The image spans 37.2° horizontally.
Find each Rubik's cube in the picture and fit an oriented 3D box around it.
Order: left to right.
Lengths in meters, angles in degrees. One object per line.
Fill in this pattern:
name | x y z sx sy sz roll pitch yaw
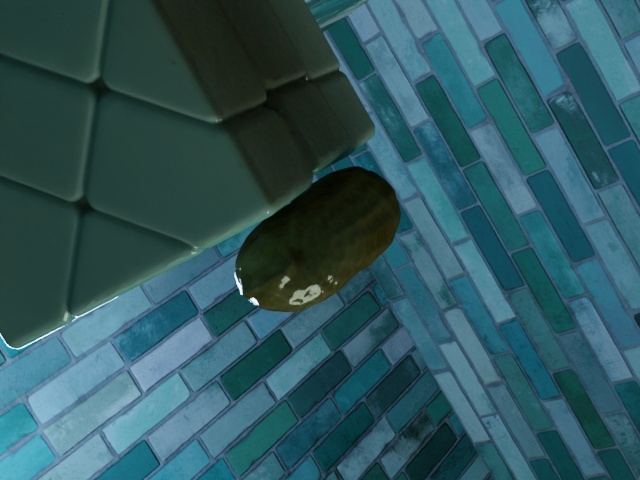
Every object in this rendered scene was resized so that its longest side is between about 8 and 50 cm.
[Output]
Rubik's cube | -0.184 -0.136 0.910 0.322 0.318 0.316 -27 -173 26

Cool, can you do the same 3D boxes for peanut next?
peanut | 0.000 0.000 0.871 0.108 0.095 0.226 -31 -175 34
